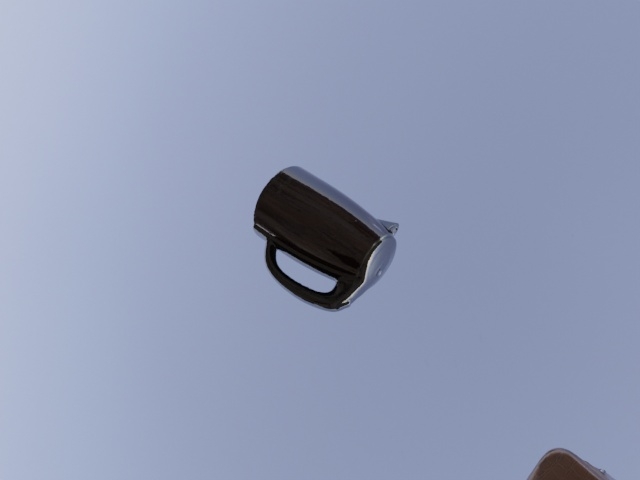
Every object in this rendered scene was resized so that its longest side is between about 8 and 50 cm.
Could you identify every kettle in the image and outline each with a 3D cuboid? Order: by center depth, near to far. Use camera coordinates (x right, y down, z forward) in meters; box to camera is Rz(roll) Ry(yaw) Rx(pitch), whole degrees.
[{"bbox_3d":[0.000,0.000,0.873,0.232,0.144,0.202,33,-114,29],"label":"kettle"}]

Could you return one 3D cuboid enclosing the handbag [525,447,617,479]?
[{"bbox_3d":[0.252,0.297,0.458,0.072,0.193,0.151,35,-89,-23],"label":"handbag"}]
